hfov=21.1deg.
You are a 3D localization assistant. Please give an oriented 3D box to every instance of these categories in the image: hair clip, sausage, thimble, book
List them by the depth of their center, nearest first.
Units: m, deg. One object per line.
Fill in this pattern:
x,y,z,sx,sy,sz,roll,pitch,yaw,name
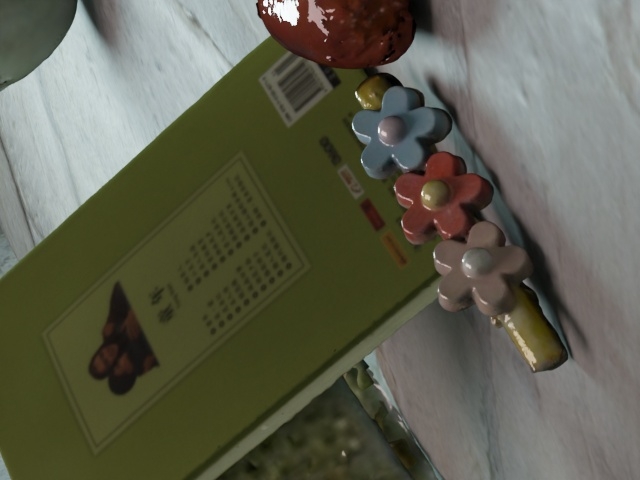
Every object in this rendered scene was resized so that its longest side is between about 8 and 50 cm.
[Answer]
0.074,-0.014,0.973,0.214,0.062,0.056,58,-173,18,hair clip
0.006,-0.139,1.004,0.141,0.076,0.076,34,144,64,sausage
-0.080,0.030,1.112,0.035,0.352,0.239,32,-158,-52,book
-0.030,0.139,1.241,0.271,0.150,0.271,56,-177,-5,thimble

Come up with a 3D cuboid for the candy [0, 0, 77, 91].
-0.400,-0.282,1.848,0.185,0.295,0.295,37,149,38,candy
